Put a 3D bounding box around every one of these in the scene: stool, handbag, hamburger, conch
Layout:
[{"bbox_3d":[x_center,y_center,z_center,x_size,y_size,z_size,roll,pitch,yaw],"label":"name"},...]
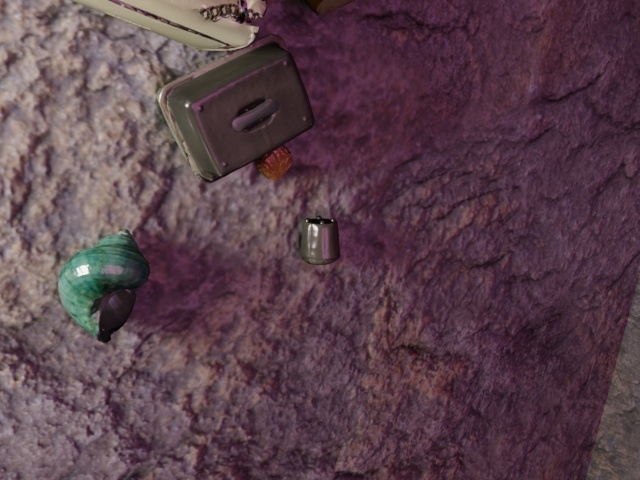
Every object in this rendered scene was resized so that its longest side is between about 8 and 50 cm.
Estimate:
[{"bbox_3d":[0.000,0.000,1.580,0.096,0.096,0.110,-8,105,-31],"label":"stool"},{"bbox_3d":[-0.296,-0.451,1.132,0.358,0.237,0.160,12,101,-36],"label":"handbag"},{"bbox_3d":[-0.103,-0.179,1.477,0.083,0.044,0.076,-48,128,-8],"label":"hamburger"},{"bbox_3d":[-0.421,0.076,1.306,0.202,0.134,0.196,-50,167,-16],"label":"conch"}]

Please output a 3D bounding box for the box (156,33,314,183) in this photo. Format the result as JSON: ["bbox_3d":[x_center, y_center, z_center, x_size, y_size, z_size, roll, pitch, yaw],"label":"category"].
[{"bbox_3d":[-0.164,-0.264,1.330,0.290,0.166,0.220,-33,123,-19],"label":"box"}]

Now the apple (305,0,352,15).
[{"bbox_3d":[0.071,-0.607,1.359,0.346,0.179,0.254,-37,143,-27],"label":"apple"}]
